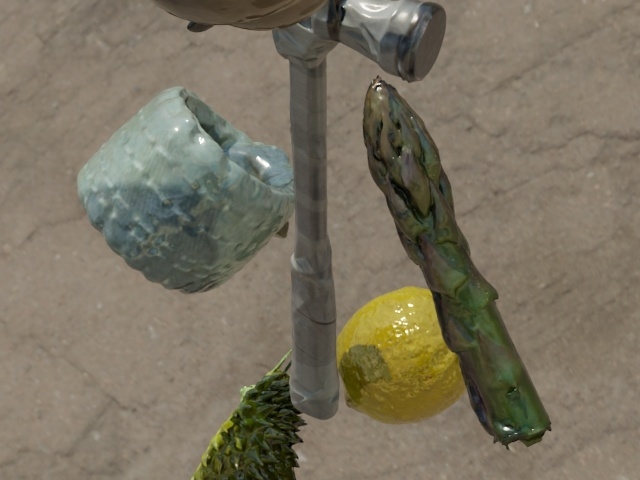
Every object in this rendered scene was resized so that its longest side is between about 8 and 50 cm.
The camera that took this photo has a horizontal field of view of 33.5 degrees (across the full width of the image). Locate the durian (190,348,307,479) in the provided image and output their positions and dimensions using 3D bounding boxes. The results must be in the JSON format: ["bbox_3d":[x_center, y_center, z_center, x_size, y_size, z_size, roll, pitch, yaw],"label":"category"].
[{"bbox_3d":[-0.125,0.306,1.448,0.352,0.158,0.169,118,147,-44],"label":"durian"}]

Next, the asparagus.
[{"bbox_3d":[0.052,0.010,0.436,0.030,0.165,0.036,-22,12,11],"label":"asparagus"}]

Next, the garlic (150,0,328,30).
[{"bbox_3d":[-0.009,-0.152,0.483,0.194,0.131,0.127,17,71,10],"label":"garlic"}]

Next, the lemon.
[{"bbox_3d":[0.113,0.151,1.394,0.193,0.181,0.180,129,154,-51],"label":"lemon"}]

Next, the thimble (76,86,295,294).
[{"bbox_3d":[-0.139,-0.060,1.168,0.205,0.250,0.172,46,101,5],"label":"thimble"}]

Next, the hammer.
[{"bbox_3d":[0.000,-0.001,0.731,0.152,0.427,0.044,21,50,22],"label":"hammer"}]

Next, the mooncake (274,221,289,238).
[{"bbox_3d":[0.055,-0.015,1.693,0.150,0.347,0.057,19,105,41],"label":"mooncake"}]
